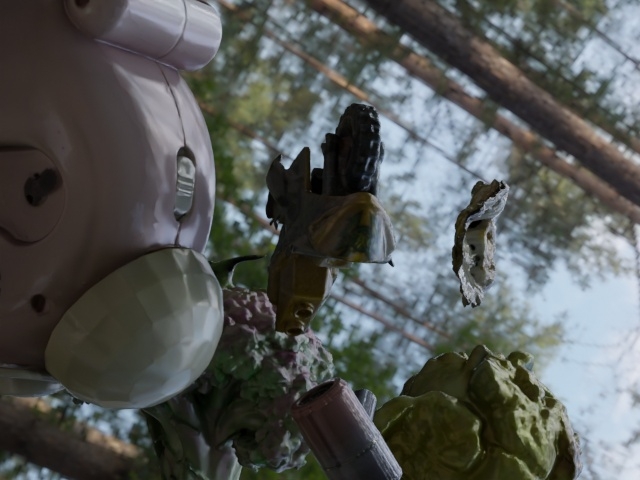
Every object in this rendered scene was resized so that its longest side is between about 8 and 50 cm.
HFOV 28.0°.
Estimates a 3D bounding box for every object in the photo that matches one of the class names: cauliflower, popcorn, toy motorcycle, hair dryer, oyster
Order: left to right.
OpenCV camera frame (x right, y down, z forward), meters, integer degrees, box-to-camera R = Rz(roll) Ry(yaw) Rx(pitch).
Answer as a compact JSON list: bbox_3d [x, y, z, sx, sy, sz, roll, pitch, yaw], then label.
[{"bbox_3d":[-0.104,0.166,1.206,0.256,0.238,0.315,-32,132,-78],"label":"cauliflower"},{"bbox_3d":[0.001,0.000,1.027,0.229,0.094,0.130,117,-28,-48],"label":"toy motorcycle"},{"bbox_3d":[0.018,0.101,0.733,0.037,0.063,0.114,-30,-173,12],"label":"hair dryer"},{"bbox_3d":[0.172,0.242,1.440,0.237,0.293,0.293,19,-100,18],"label":"popcorn"},{"bbox_3d":[0.142,-0.006,1.135,0.122,0.045,0.146,83,24,-69],"label":"oyster"}]

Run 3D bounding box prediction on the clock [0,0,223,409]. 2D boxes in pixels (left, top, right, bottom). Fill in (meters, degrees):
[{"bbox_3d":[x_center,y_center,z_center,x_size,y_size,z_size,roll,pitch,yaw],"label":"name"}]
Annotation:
[{"bbox_3d":[-0.230,-0.031,1.037,0.342,0.184,0.326,0,-90,37],"label":"clock"}]
